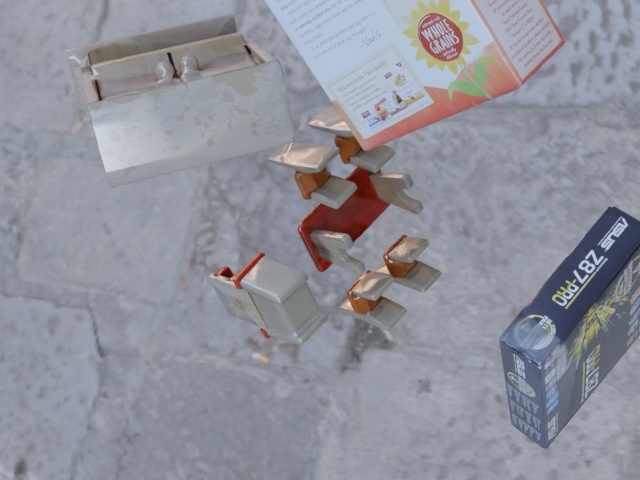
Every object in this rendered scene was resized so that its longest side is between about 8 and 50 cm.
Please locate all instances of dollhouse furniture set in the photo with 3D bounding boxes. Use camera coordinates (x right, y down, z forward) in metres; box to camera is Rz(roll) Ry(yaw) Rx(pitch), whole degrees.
[{"bbox_3d":[-0.155,-0.281,0.808,0.256,0.362,0.394,-128,25,-64],"label":"dollhouse furniture set"},{"bbox_3d":[0.000,0.000,1.217,0.135,0.262,0.259,17,52,45],"label":"dollhouse furniture set"}]

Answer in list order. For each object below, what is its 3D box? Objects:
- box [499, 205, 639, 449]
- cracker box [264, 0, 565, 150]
[{"bbox_3d":[0.456,0.167,1.743,0.097,0.395,0.318,37,73,30],"label":"box"},{"bbox_3d":[0.031,-0.187,0.639,0.156,0.067,0.232,-17,113,52],"label":"cracker box"}]
